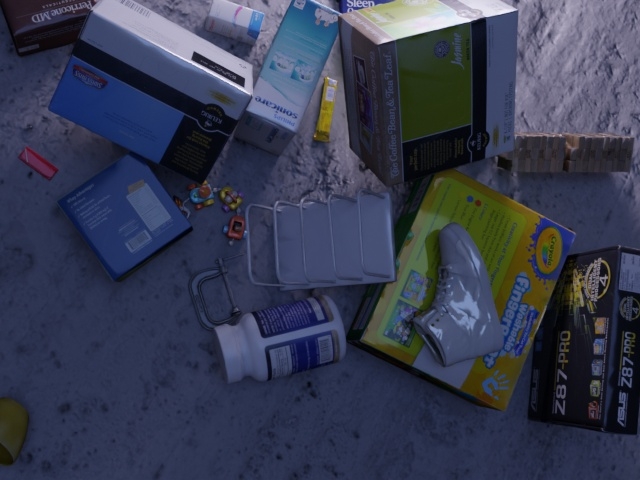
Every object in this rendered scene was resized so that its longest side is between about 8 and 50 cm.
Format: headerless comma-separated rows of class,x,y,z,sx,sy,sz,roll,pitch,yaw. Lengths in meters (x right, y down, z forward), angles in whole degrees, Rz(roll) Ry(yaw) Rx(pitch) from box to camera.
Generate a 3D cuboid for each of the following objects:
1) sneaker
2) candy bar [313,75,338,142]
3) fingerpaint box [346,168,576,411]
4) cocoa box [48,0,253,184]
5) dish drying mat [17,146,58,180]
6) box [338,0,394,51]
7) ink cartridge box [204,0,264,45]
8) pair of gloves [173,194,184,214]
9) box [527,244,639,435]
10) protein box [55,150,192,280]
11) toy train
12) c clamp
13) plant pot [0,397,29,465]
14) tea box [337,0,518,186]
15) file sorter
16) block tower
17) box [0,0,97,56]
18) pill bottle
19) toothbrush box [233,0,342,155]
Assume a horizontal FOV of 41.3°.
sneaker,0.267,0.119,1.794,0.169,0.108,0.293,-17,88,-17
candy bar,0.014,-0.311,2.006,0.040,0.018,0.162,12,79,-15
fingerpaint box,0.320,0.109,1.946,0.371,0.163,0.445,26,79,-8
cocoa box,-0.341,-0.316,1.757,0.347,0.231,0.228,26,112,-15
dish drying mat,-0.612,-0.167,1.841,0.083,0.008,0.032,37,75,-6
box,0.113,-0.564,2.057,0.136,0.036,0.225,-1,81,-14
ink cartridge box,-0.198,-0.501,1.945,0.122,0.088,0.052,15,79,-11
pair of gloves,-0.345,-0.062,1.890,0.083,0.010,0.074,-8,84,-14
box,0.601,0.225,1.918,0.097,0.318,0.395,10,81,-13
protein box,-0.409,-0.050,1.796,0.199,0.136,0.201,-36,91,-8
toy train,-0.229,-0.068,1.895,0.166,0.046,0.125,21,76,-14
c clamp,-0.220,0.116,1.889,0.137,0.022,0.161,-11,85,-15
plant pot,-0.644,0.373,1.707,0.134,0.134,0.095,36,50,-6
tea box,0.232,-0.338,1.842,0.323,0.220,0.329,-16,125,-15
file sorter,0.000,0.000,1.812,0.277,0.173,0.193,-6,83,24
block tower,0.592,-0.217,2.083,0.335,0.097,0.091,0,104,-12
box,-0.629,-0.615,1.834,0.191,0.143,0.382,-21,89,-16
pill bottle,-0.090,0.218,1.838,0.264,0.153,0.153,-12,85,-15
toothbrush box,-0.074,-0.362,1.891,0.126,0.216,0.296,23,79,-9
